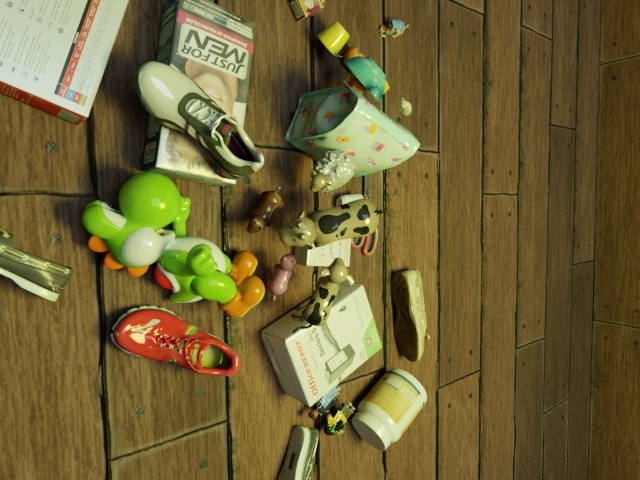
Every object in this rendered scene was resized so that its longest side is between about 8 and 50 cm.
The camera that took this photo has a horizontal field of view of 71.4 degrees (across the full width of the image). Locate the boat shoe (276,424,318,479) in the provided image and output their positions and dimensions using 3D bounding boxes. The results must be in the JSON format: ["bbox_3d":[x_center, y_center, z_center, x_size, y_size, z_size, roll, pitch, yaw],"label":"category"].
[{"bbox_3d":[-0.055,0.593,1.144,0.070,0.078,0.219,27,74,-35],"label":"boat shoe"}]

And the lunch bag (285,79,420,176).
[{"bbox_3d":[0.081,-0.265,1.085,0.223,0.262,0.160,26,77,-36],"label":"lunch bag"}]

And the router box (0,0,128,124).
[{"bbox_3d":[-0.494,-0.413,0.732,0.301,0.082,0.335,22,79,-37],"label":"router box"}]

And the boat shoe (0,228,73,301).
[{"bbox_3d":[-0.527,0.020,0.736,0.228,0.081,0.069,45,63,-39],"label":"boat shoe"}]

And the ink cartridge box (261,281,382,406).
[{"bbox_3d":[0.010,0.257,1.151,0.273,0.115,0.198,-30,111,-33],"label":"ink cartridge box"}]

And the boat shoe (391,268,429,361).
[{"bbox_3d":[0.289,0.232,1.379,0.089,0.104,0.285,-10,98,-35],"label":"boat shoe"}]

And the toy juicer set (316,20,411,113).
[{"bbox_3d":[0.125,-0.394,1.138,0.089,0.329,0.209,-42,158,16],"label":"toy juicer set"}]

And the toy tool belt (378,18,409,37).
[{"bbox_3d":[0.217,-0.624,1.305,0.083,0.051,0.052,-18,104,-36],"label":"toy tool belt"}]

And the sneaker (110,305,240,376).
[{"bbox_3d":[-0.280,0.212,0.916,0.279,0.118,0.107,29,74,-36],"label":"sneaker"}]

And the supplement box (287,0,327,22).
[{"bbox_3d":[-0.032,-0.590,1.114,0.083,0.043,0.055,-41,115,-30],"label":"supplement box"}]

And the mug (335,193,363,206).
[{"bbox_3d":[0.078,-0.092,1.223,0.064,0.062,0.078,0,86,-31],"label":"mug"}]

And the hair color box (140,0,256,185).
[{"bbox_3d":[-0.248,-0.298,0.921,0.174,0.105,0.347,8,88,-38],"label":"hair color box"}]

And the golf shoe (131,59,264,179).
[{"bbox_3d":[-0.209,-0.225,0.814,0.273,0.120,0.105,42,70,-31],"label":"golf shoe"}]

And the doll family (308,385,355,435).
[{"bbox_3d":[0.027,0.466,1.209,0.111,0.076,0.193,-43,112,-24],"label":"doll family"}]

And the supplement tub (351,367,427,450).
[{"bbox_3d":[0.199,0.488,1.297,0.199,0.144,0.144,-39,115,-30],"label":"supplement tub"}]

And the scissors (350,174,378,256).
[{"bbox_3d":[0.140,-0.104,1.299,0.109,0.021,0.297,13,83,-36],"label":"scissors"}]

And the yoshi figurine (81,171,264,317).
[{"bbox_3d":[-0.266,-0.004,0.883,0.362,0.203,0.203,33,56,-32],"label":"yoshi figurine"}]

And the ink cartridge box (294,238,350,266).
[{"bbox_3d":[0.022,0.015,1.181,0.181,0.061,0.104,3,91,-39],"label":"ink cartridge box"}]

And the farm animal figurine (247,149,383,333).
[{"bbox_3d":[0.000,0.000,0.999,0.327,0.172,0.330,-32,92,-6],"label":"farm animal figurine"}]
